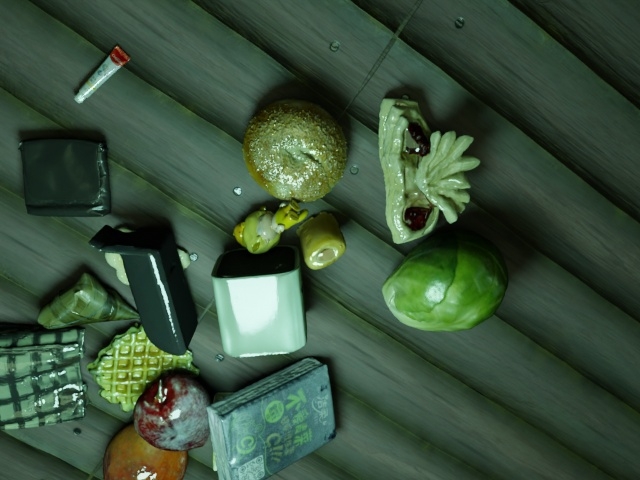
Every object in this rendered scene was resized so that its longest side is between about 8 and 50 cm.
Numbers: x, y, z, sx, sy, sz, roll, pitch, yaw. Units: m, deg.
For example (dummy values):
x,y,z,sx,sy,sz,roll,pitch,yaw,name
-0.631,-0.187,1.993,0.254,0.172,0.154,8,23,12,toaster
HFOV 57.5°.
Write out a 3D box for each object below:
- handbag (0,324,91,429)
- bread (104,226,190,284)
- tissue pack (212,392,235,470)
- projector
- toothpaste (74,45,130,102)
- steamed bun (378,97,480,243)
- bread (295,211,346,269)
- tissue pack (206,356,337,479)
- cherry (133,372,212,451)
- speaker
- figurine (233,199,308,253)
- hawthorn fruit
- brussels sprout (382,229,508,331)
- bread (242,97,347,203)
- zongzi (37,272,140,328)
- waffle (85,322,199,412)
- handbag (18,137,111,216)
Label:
x,y,z,sx,sy,sz,roll,pitch,yaw,name
-0.900,0.424,1.814,0.326,0.162,0.325,-1,111,-11,handbag
-0.531,0.071,1.774,0.250,0.039,0.182,23,104,-10,bread
-0.271,0.626,1.915,0.159,0.125,0.234,1,106,-6,tissue pack
-0.173,0.172,1.711,0.248,0.248,0.249,-5,108,0,projector
-0.608,-0.453,1.611,0.190,0.031,0.048,-42,101,8,toothpaste
0.305,-0.191,1.658,0.247,0.189,0.428,-7,107,-8,steamed bun
0.000,-0.002,1.712,0.134,0.173,0.085,-30,122,6,bread
-0.139,0.568,1.807,0.394,0.124,0.288,-19,113,-33,tissue pack
-0.441,0.534,1.787,0.230,0.203,0.300,-35,124,-12,cherry
-0.500,0.137,1.692,0.184,0.180,0.389,-9,111,5,speaker
-0.149,-0.040,1.690,0.131,0.156,0.246,30,144,-33,figurine
-0.562,0.743,1.853,0.275,0.307,0.276,-3,120,-6,hawthorn fruit
0.361,0.122,1.707,0.354,0.289,0.281,-25,120,29,brussels sprout
-0.069,-0.247,1.631,0.305,0.159,0.306,-1,107,-2,bread
-0.709,0.226,1.796,0.221,0.112,0.242,-30,134,18,zongzi
-0.562,0.407,1.857,0.317,0.073,0.297,-39,115,1,waffle
-0.723,-0.180,1.670,0.246,0.080,0.223,1,100,0,handbag
